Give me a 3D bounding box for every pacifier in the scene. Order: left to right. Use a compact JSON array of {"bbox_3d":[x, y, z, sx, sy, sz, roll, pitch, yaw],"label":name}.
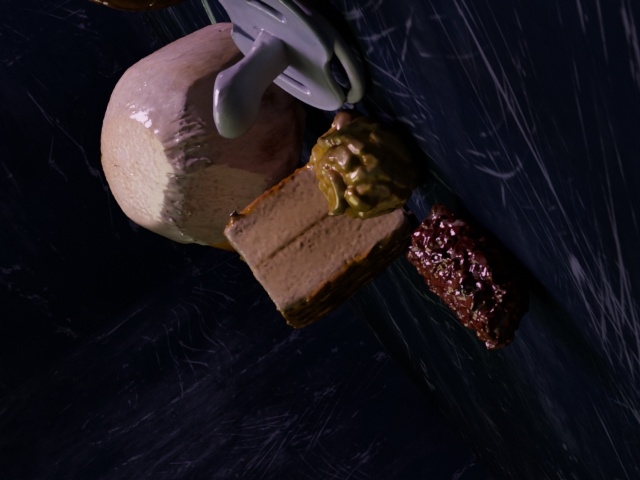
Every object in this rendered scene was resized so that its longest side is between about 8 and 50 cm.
[{"bbox_3d":[-0.070,-0.223,1.319,0.227,0.207,0.279,37,169,21],"label":"pacifier"}]

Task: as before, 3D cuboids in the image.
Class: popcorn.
[{"bbox_3d":[0.057,-0.094,1.389,0.163,0.140,0.194,63,173,-28],"label":"popcorn"}]

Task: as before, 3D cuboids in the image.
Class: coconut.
[{"bbox_3d":[-0.189,-0.197,1.826,0.345,0.415,0.415,47,173,13],"label":"coconut"}]

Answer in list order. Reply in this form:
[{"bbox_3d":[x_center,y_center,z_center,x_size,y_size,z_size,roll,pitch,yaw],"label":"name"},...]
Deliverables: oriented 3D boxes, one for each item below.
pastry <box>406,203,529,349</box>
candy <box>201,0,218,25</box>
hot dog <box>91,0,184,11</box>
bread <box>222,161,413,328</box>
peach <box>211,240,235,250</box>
[{"bbox_3d":[0.190,0.042,1.275,0.208,0.097,0.115,50,180,45],"label":"pastry"},{"bbox_3d":[-0.185,-0.384,2.077,0.306,0.083,0.091,65,172,-22],"label":"candy"},{"bbox_3d":[-0.227,-0.384,1.228,0.387,0.266,0.174,-120,26,-68],"label":"hot dog"},{"bbox_3d":[0.000,0.000,1.739,0.207,0.279,0.279,51,173,9],"label":"bread"},{"bbox_3d":[-0.214,-0.145,2.480,0.370,0.370,0.370,53,175,7],"label":"peach"}]
